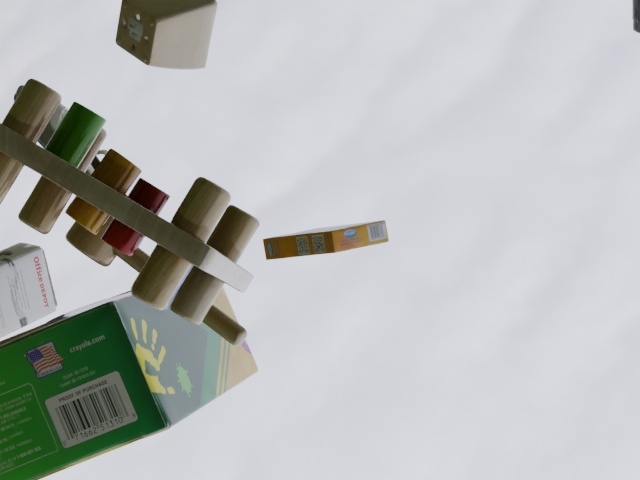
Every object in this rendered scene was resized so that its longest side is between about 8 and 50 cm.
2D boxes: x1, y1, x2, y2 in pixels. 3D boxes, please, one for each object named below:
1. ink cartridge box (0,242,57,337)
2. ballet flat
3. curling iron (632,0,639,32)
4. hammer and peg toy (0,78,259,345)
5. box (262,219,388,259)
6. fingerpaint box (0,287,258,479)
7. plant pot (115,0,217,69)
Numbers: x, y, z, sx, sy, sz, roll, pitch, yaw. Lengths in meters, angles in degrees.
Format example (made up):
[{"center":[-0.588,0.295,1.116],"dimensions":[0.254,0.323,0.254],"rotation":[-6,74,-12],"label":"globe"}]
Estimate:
[{"center":[-0.436,0.073,2.329],"dimensions":[0.135,0.099,0.056],"rotation":[-26,-155,-39],"label":"ink cartridge box"},{"center":[-0.307,-0.116,2.177],"dimensions":[0.068,0.213,0.072],"rotation":[-25,-167,26],"label":"ballet flat"},{"center":[0.326,-0.333,1.790],"dimensions":[0.068,0.274,0.035],"rotation":[-17,-137,-1],"label":"curling iron"},{"center":[-0.178,-0.023,1.670],"dimensions":[0.266,0.361,0.127],"rotation":[30,-93,9],"label":"hammer and peg toy"},{"center":[0.000,0.000,1.884],"dimensions":[0.136,0.081,0.028],"rotation":[-3,-84,49],"label":"box"},{"center":[-0.344,0.192,2.042],"dimensions":[0.445,0.371,0.163],"rotation":[-23,-90,15],"label":"fingerpaint box"},{"center":[-0.222,-0.298,2.375],"dimensions":[0.109,0.096,0.109],"rotation":[36,-51,30],"label":"plant pot"}]
